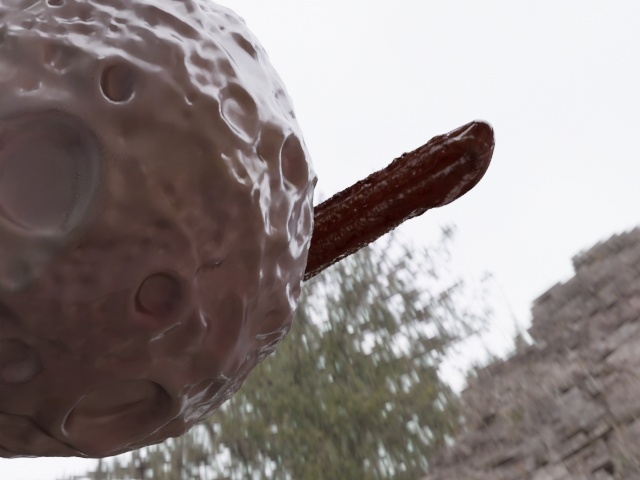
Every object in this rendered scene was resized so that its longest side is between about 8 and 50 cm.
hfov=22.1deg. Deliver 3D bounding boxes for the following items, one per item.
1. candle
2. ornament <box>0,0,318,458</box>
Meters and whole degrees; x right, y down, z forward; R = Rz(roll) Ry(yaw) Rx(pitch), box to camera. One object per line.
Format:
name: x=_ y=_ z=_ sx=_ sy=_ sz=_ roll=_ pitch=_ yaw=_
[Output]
candle: x=0.000 y=0.000 z=1.166 sx=0.048 sy=0.051 sz=0.329 roll=22 pitch=-38 yaw=-36
ornament: x=-0.119 y=-0.016 z=0.822 sx=0.225 sy=0.259 sz=0.259 roll=3 pitch=-73 yaw=-28
